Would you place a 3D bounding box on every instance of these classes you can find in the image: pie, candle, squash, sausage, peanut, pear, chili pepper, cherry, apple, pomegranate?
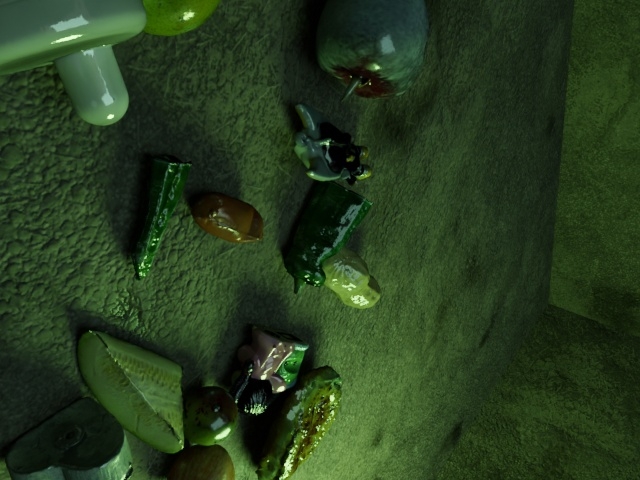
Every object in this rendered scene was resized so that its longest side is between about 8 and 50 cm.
[{"bbox_3d":[-0.054,0.479,1.477,0.288,0.103,0.355,-35,147,-53],"label":"pie"},{"bbox_3d":[-0.404,0.341,0.956,0.168,0.192,0.068,-97,-176,-62],"label":"candle"},{"bbox_3d":[-0.349,0.275,1.016,0.252,0.093,0.169,46,26,-53],"label":"squash"},{"bbox_3d":[-0.176,-0.043,1.108,0.179,0.089,0.089,29,84,-58],"label":"sausage"},{"bbox_3d":[0.079,0.096,1.473,0.274,0.125,0.111,45,52,-52],"label":"peanut"},{"bbox_3d":[-0.237,-0.362,0.802,0.216,0.166,0.180,-36,153,0],"label":"pear"},{"bbox_3d":[-0.283,-0.035,0.990,0.088,0.059,0.227,-5,116,-64],"label":"chili pepper"},{"bbox_3d":[0.106,-0.413,1.168,0.255,0.218,0.296,27,74,-55],"label":"cherry"},{"bbox_3d":[0.000,0.000,1.327,0.136,0.099,0.270,28,88,-21],"label":"chili pepper"},{"bbox_3d":[-0.253,0.512,1.238,0.131,0.146,0.146,-51,145,-52],"label":"apple"},{"bbox_3d":[-0.239,0.367,1.213,0.130,0.130,0.130,-28,129,-42],"label":"pomegranate"}]

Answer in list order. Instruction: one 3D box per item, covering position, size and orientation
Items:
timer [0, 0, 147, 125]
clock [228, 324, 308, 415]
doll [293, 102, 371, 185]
[{"bbox_3d":[-0.316,-0.243,0.675,0.233,0.233,0.240,-33,115,-39],"label":"timer"},{"bbox_3d":[-0.124,0.308,1.338,0.194,0.100,0.195,28,86,-56],"label":"clock"},{"bbox_3d":[0.025,-0.199,1.266,0.316,0.103,0.145,4,100,-60],"label":"doll"}]
